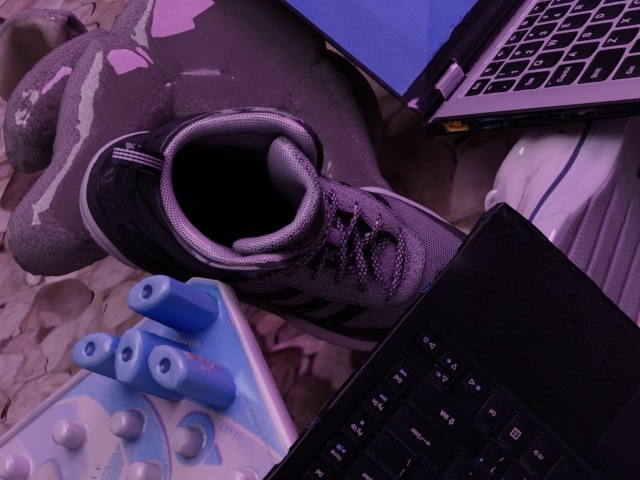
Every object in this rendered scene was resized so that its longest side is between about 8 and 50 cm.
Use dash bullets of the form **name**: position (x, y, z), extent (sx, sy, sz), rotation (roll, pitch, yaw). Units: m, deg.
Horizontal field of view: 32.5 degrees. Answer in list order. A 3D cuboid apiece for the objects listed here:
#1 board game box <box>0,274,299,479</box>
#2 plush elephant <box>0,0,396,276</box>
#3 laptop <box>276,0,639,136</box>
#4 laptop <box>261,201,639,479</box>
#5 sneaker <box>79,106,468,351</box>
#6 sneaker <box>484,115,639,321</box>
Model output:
- **board game box**: position (-0.135, 0.265, 0.492), extent (0.390, 0.050, 0.390), rotation (-39, 54, 16)
- **plush elephant**: position (-0.106, -0.094, 0.834), extent (0.272, 0.255, 0.330), rotation (-3, 76, -17)
- **laptop**: position (0.160, -0.275, 0.734), extent (0.408, 0.236, 0.382), rotation (0, 40, 42)
- **laptop**: position (0.091, 0.150, 0.397), extent (0.264, 0.234, 0.136), rotation (-48, 6, -13)
- **sneaker**: position (0.000, 0.000, 0.618), extent (0.153, 0.269, 0.101), rotation (162, 124, -74)
- **sneaker**: position (0.145, -0.007, 0.666), extent (0.091, 0.094, 0.258), rotation (-9, 37, 44)
